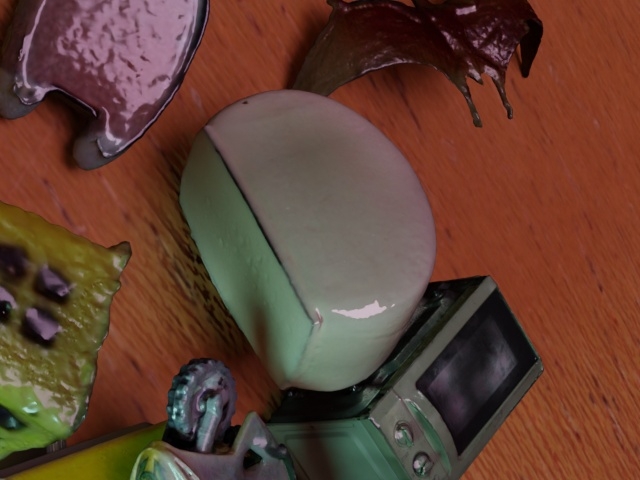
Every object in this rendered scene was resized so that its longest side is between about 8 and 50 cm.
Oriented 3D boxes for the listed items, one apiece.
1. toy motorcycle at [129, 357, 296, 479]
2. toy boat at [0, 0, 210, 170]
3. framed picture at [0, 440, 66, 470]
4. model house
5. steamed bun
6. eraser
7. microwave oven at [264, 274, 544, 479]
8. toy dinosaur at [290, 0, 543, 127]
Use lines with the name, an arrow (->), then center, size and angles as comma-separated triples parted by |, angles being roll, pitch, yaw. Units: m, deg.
toy motorcycle -> -0.083, 0.205, 1.562 | 0.130, 0.094, 0.229 | -57, 136, -38
toy boat -> -0.183, -0.177, 1.635 | 0.155, 0.085, 0.227 | 33, 74, -25
framed picture -> -0.270, 0.220, 1.530 | 0.197, 0.014, 0.252 | -5, 88, -43
model house -> -0.285, 0.040, 1.414 | 0.234, 0.193, 0.174 | 36, 55, -25
steamed bun -> -0.001, -0.004, 1.661 | 0.164, 0.146, 0.241 | -18, 64, -28
eraser -> -0.179, 0.240, 1.551 | 0.226, 0.069, 0.158 | -14, 93, -52
microwave oven -> 0.073, 0.135, 1.755 | 0.205, 0.163, 0.129 | -47, 116, -37
toy dinosaur -> 0.097, -0.176, 1.881 | 0.206, 0.113, 0.327 | 39, 45, -2
